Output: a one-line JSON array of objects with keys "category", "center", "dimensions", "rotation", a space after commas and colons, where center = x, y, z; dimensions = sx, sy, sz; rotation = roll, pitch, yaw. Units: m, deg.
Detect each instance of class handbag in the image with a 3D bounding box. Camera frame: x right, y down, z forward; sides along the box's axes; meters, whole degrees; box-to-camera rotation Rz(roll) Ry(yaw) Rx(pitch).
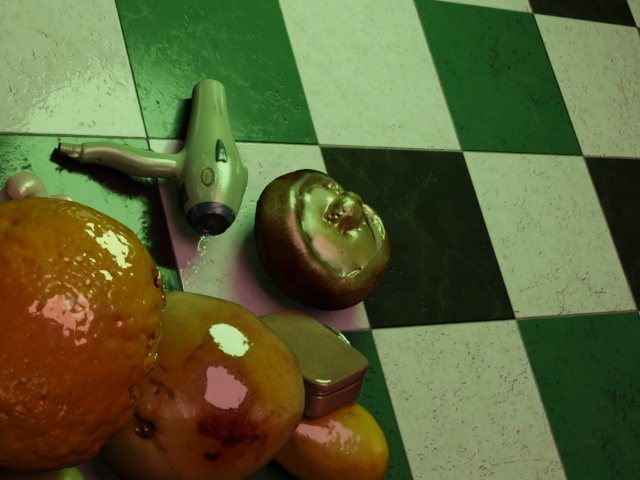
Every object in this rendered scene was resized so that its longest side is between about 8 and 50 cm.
[{"category": "handbag", "center": [-0.024, 0.186, 2.022], "dimensions": [0.151, 0.072, 0.193], "rotation": [-14, 36, -43]}]

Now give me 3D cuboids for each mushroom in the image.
[{"category": "mushroom", "center": [0.000, 0.000, 2.149], "dimensions": [0.253, 0.153, 0.253], "rotation": [20, 53, -29]}]

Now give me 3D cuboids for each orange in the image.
[{"category": "orange", "center": [-0.357, 0.108, 1.576], "dimensions": [0.293, 0.340, 0.340], "rotation": [24, 54, -25]}]

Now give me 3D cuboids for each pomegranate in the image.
[{"category": "pomegranate", "center": [-0.174, 0.217, 1.826], "dimensions": [0.319, 0.319, 0.319], "rotation": [18, 57, -29]}]

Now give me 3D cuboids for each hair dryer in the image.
[{"category": "hair dryer", "center": [-0.240, -0.171, 2.117], "dimensions": [0.298, 0.119, 0.296], "rotation": [27, 45, -7]}]

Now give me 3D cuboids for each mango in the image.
[{"category": "mango", "center": [0.006, 0.309, 2.018], "dimensions": [0.227, 0.109, 0.147], "rotation": [28, 72, -19]}]

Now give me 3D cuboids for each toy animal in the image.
[{"category": "toy animal", "center": [-0.383, -0.002, 1.889], "dimensions": [0.212, 0.124, 0.124], "rotation": [43, 48, -5]}]

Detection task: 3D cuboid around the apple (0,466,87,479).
[{"category": "apple", "center": [-0.368, 0.359, 1.645], "dimensions": [0.200, 0.200, 0.200], "rotation": [18, 57, -29]}]
